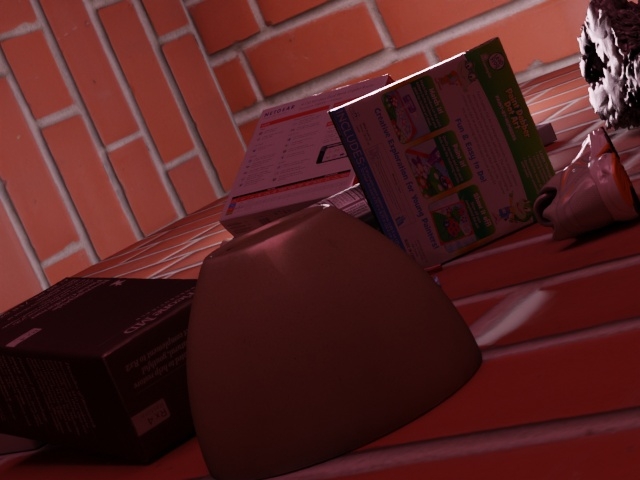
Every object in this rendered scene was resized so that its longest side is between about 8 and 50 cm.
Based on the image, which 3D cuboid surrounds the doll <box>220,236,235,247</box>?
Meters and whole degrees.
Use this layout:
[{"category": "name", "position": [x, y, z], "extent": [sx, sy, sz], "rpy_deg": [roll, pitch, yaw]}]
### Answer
[{"category": "doll", "position": [-0.136, -0.008, 2.863], "extent": [0.189, 0.046, 0.129], "rpy_deg": [-18, 8, 35]}]

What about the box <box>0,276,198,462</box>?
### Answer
[{"category": "box", "position": [-0.256, 0.141, 1.621], "extent": [0.191, 0.143, 0.381], "rpy_deg": [-31, 20, -36]}]

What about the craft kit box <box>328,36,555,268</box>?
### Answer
[{"category": "craft kit box", "position": [0.171, -0.110, 1.844], "extent": [0.247, 0.249, 0.061], "rpy_deg": [-23, 6, -2]}]

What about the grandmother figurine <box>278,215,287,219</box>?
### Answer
[{"category": "grandmother figurine", "position": [0.075, -0.045, 2.282], "extent": [0.342, 0.104, 0.208], "rpy_deg": [-18, 0, 20]}]

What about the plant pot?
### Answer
[{"category": "plant pot", "position": [-0.013, 0.077, 1.313], "extent": [0.284, 0.190, 0.284], "rpy_deg": [-22, 7, 3]}]

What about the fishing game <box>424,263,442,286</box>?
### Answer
[{"category": "fishing game", "position": [0.057, 0.075, 1.705], "extent": [0.189, 0.041, 0.264], "rpy_deg": [-18, 9, 20]}]

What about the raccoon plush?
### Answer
[{"category": "raccoon plush", "position": [0.615, -0.271, 2.214], "extent": [0.299, 0.216, 0.446], "rpy_deg": [-11, 35, -9]}]

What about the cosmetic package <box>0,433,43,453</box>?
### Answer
[{"category": "cosmetic package", "position": [-0.392, 0.186, 1.914], "extent": [0.224, 0.138, 0.225], "rpy_deg": [-16, 9, 46]}]

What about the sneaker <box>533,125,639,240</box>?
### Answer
[{"category": "sneaker", "position": [0.318, -0.066, 1.699], "extent": [0.121, 0.099, 0.262], "rpy_deg": [-26, 5, 14]}]

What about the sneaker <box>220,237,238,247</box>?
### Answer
[{"category": "sneaker", "position": [-0.044, 0.044, 2.136], "extent": [0.281, 0.105, 0.115], "rpy_deg": [-17, 39, 31]}]

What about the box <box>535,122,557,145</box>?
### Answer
[{"category": "box", "position": [0.326, -0.162, 2.565], "extent": [0.186, 0.038, 0.145], "rpy_deg": [-25, 7, -17]}]

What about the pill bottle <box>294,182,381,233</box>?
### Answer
[{"category": "pill bottle", "position": [0.039, -0.004, 1.963], "extent": [0.246, 0.130, 0.130], "rpy_deg": [-26, 8, -16]}]

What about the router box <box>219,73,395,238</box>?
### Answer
[{"category": "router box", "position": [-0.011, -0.157, 2.714], "extent": [0.336, 0.082, 0.301], "rpy_deg": [-11, 47, 39]}]
